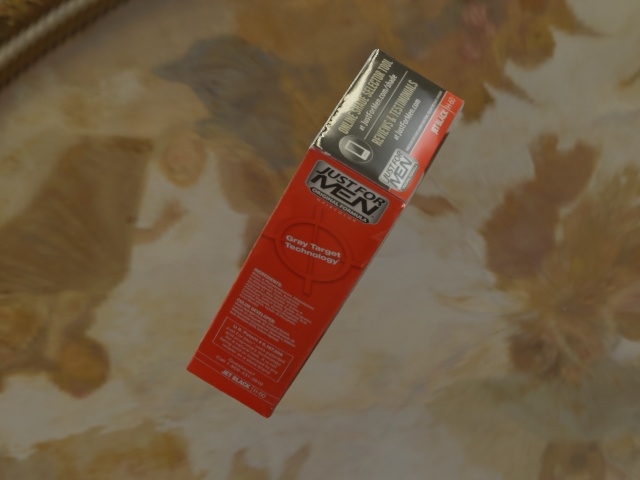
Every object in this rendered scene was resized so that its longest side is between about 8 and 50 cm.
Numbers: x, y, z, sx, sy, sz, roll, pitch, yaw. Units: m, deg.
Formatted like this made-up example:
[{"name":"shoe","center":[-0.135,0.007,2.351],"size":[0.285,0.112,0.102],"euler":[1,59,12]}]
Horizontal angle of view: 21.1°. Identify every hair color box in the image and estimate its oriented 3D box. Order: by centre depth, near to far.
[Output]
[{"name":"hair color box","center":[0.000,0.000,0.681],"size":[0.043,0.072,0.141],"euler":[31,-46,1]}]
